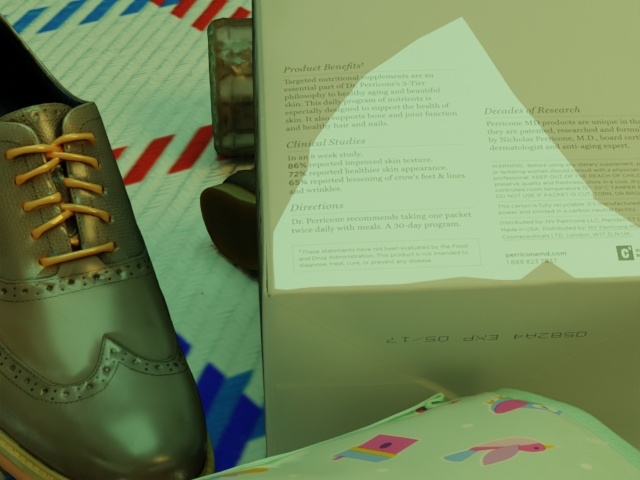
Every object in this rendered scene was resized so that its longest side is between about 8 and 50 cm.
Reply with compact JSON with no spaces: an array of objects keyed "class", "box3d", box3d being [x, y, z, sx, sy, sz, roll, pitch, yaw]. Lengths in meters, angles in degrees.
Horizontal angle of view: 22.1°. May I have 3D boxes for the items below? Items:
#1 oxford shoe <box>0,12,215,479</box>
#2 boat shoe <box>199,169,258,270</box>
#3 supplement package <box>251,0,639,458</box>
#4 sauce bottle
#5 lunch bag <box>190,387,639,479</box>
[{"class":"oxford shoe","box3d":[-0.159,0.003,0.915,0.130,0.133,0.364,-13,47,-29]},{"class":"boat shoe","box3d":[0.000,0.000,1.035,0.073,0.073,0.207,-17,32,-25]},{"class":"supplement package","box3d":[0.066,-0.024,0.852,0.199,0.198,0.263,-2,52,-2]},{"class":"sauce bottle","box3d":[0.087,-0.121,1.233,0.344,0.111,0.111,-2,27,-6]},{"class":"lunch bag","box3d":[0.046,0.166,0.625,0.223,0.160,0.262,-15,36,-24]}]
